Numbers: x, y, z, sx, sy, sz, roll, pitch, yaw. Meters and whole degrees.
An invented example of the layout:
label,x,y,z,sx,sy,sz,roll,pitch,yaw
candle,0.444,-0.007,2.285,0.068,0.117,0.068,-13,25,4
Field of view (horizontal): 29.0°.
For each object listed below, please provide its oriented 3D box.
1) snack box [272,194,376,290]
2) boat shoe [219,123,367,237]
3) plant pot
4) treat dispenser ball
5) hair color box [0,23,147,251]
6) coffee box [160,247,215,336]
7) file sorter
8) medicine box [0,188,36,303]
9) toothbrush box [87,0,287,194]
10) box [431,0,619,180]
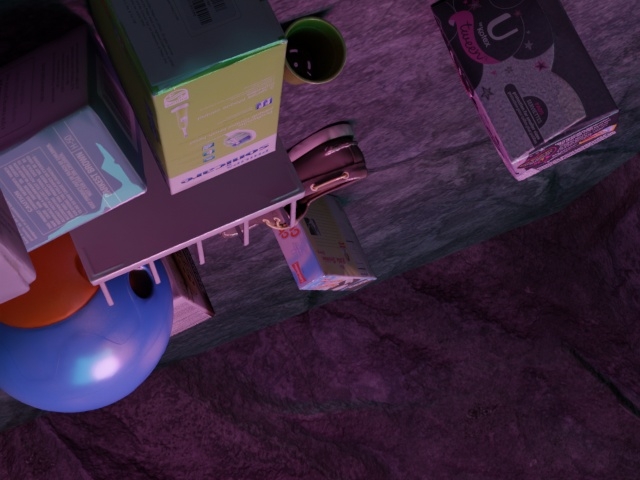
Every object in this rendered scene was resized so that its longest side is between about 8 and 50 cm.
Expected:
label,x,y,z,sx,sy,sz,roll,pitch,yaw
snack box,0.000,0.000,2.330,0.060,0.187,0.322,-28,168,16
boat shoe,-0.058,-0.077,2.073,0.324,0.096,0.116,-31,168,30
plant pot,-0.019,-0.226,1.533,0.083,0.083,0.079,-21,180,-19
treat dispenser ball,-0.351,0.098,1.744,0.288,0.288,0.288,-24,169,-5
hair color box,-0.365,-0.051,1.227,0.374,0.185,0.113,-26,125,6
coffee box,-0.281,0.060,2.047,0.119,0.168,0.297,-25,170,1
file sorter,-0.185,-0.063,1.570,0.278,0.193,0.173,-23,165,-8
medicine box,-0.395,-0.056,0.914,0.263,0.289,0.149,-24,167,-6
toothbrush box,-0.129,-0.188,1.103,0.122,0.206,0.283,-24,168,-10
box,0.278,-0.231,1.686,0.163,0.247,0.142,-27,167,8
